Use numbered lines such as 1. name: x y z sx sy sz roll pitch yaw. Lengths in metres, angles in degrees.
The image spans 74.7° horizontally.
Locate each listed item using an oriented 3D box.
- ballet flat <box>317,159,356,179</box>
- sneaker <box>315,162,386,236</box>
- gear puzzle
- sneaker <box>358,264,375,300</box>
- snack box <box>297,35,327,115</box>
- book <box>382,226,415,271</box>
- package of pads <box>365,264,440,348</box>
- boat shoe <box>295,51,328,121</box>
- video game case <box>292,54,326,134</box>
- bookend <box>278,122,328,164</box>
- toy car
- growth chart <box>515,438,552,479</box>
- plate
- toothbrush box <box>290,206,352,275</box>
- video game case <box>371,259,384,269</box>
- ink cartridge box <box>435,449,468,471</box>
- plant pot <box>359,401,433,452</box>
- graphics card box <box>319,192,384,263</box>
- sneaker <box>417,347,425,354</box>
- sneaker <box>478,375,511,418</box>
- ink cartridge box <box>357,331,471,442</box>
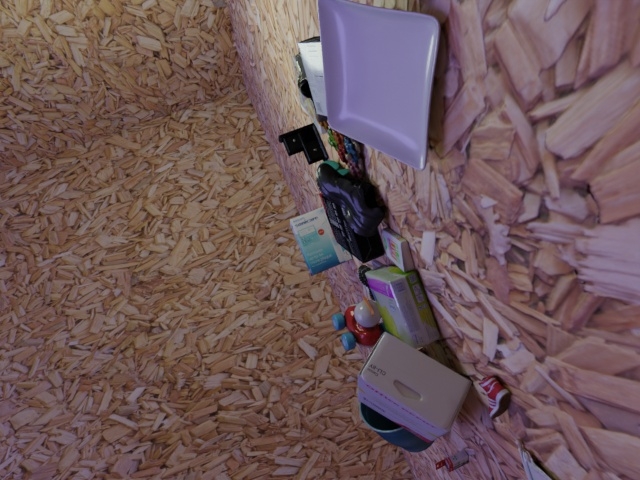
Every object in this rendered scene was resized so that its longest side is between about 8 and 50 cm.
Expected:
1. ballet flat: 0.061 -0.220 1.524 0.096 0.095 0.280 58 177 -25
2. sneaker: 0.101 -0.151 1.309 0.286 0.109 0.130 49 133 16
3. gear puzzle: 0.046 -0.339 1.372 0.338 0.044 0.175 61 174 37
4. sneaker: 0.201 0.182 1.781 0.073 0.064 0.162 111 136 -84
5. snack box: 0.061 -0.376 0.977 0.322 0.060 0.187 38 152 54
6. book: 0.230 0.024 1.261 0.144 0.035 0.096 -128 22 -69
7. package of pads: 0.252 0.204 1.338 0.296 0.101 0.229 -177 66 -82
8. boat shoe: -0.021 -0.487 1.305 0.109 0.091 0.305 79 167 -61
9. video game case: -0.041 -0.538 1.553 0.206 0.026 0.227 78 167 -53
10. bookend: -0.071 -0.377 1.723 0.072 0.157 0.156 141 107 -83
11. toy car: 0.186 0.310 1.771 0.210 0.219 0.237 -119 24 -44
12. growth chart: 0.505 0.558 0.881 0.237 0.021 0.171 -140 28 -74
13. plate: 0.109 -0.303 0.798 0.278 0.045 0.277 35 148 35
14. toothbrush box: 0.000 0.000 2.088 0.126 0.217 0.295 121 128 -80
15. video game case: 0.242 0.152 1.572 0.157 0.019 0.143 -142 31 -77
16. ink cartridge box: 0.460 0.779 1.467 0.029 0.115 0.062 -120 11 -48
17. plant pot: 0.329 0.687 1.650 0.255 0.272 0.271 56 179 -29
18. graphics card box: 0.108 -0.072 1.588 0.371 0.094 0.232 -136 25 -74
19. sneaker: 0.342 0.466 1.508 0.225 0.088 0.092 82 163 -62
20. sneaker: 0.399 0.360 0.975 0.067 0.042 0.118 -126 23 -46
21. ink cartridge box: 0.271 0.468 1.303 0.279 0.160 0.384 27 157 18
